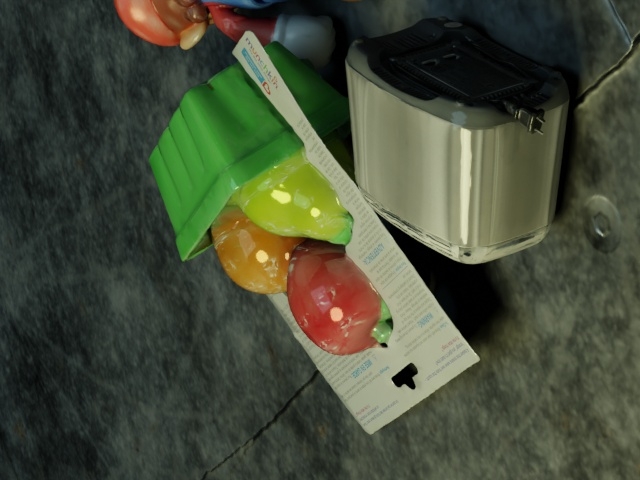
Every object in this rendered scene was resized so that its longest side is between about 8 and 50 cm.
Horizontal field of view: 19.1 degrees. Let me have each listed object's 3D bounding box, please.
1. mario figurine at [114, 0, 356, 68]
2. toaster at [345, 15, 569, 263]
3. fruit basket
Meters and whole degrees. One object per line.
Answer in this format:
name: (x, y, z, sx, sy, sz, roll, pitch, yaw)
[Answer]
mario figurine: (-0.064, -0.274, 1.816, 0.320, 0.170, 0.198, -6, 63, 49)
toaster: (0.116, -0.080, 1.561, 0.227, 0.129, 0.146, 33, 134, 46)
fruit basket: (0.000, 0.000, 1.782, 0.353, 0.165, 0.327, 49, 156, 4)
